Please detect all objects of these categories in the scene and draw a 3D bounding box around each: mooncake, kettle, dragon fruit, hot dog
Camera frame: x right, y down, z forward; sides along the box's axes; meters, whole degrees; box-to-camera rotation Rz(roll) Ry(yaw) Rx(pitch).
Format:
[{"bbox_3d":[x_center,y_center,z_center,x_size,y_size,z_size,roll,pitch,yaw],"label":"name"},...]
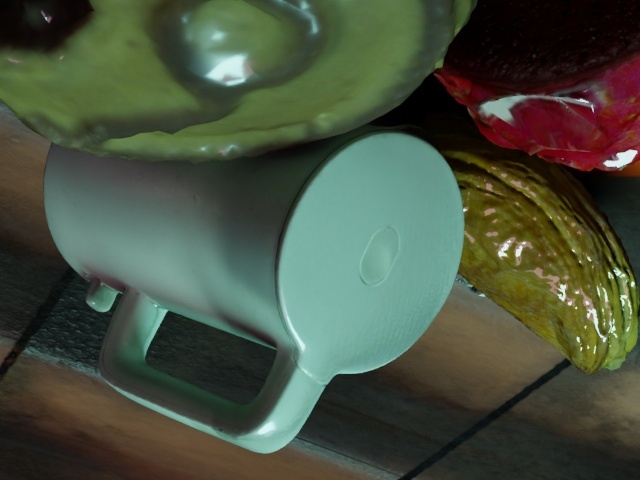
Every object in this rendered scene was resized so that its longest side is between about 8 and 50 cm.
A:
[{"bbox_3d":[-0.083,-0.226,1.318,0.393,0.246,0.394,2,152,6],"label":"mooncake"},{"bbox_3d":[-0.077,-0.005,1.553,0.318,0.265,0.205,19,138,44],"label":"kettle"},{"bbox_3d":[0.182,-0.123,1.397,0.261,0.189,0.163,5,114,35],"label":"dragon fruit"},{"bbox_3d":[0.170,-0.003,1.633,0.272,0.122,0.196,36,174,5],"label":"hot dog"}]

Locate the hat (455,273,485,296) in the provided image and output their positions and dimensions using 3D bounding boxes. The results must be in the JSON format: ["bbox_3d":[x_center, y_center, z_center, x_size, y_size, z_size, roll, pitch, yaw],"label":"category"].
[{"bbox_3d":[0.146,0.011,1.828,0.087,0.042,0.058,48,145,8],"label":"hat"}]

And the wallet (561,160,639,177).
[{"bbox_3d":[0.272,-0.094,1.587,0.204,0.045,0.142,1,150,20],"label":"wallet"}]
